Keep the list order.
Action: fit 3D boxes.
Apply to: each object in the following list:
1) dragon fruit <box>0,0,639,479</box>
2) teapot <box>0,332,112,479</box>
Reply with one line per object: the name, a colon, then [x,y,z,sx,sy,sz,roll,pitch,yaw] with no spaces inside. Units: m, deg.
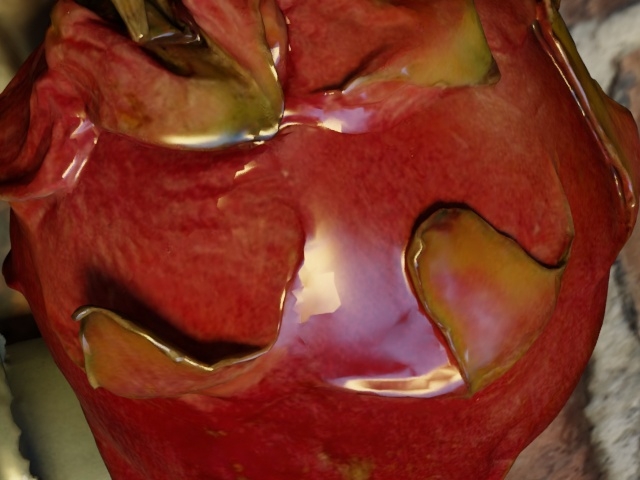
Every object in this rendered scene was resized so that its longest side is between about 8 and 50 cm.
dragon fruit: [0.000,0.002,0.520,0.250,0.250,0.315,-19,158,-16]
teapot: [-0.126,0.134,0.640,0.193,0.129,0.294,-22,152,-10]
